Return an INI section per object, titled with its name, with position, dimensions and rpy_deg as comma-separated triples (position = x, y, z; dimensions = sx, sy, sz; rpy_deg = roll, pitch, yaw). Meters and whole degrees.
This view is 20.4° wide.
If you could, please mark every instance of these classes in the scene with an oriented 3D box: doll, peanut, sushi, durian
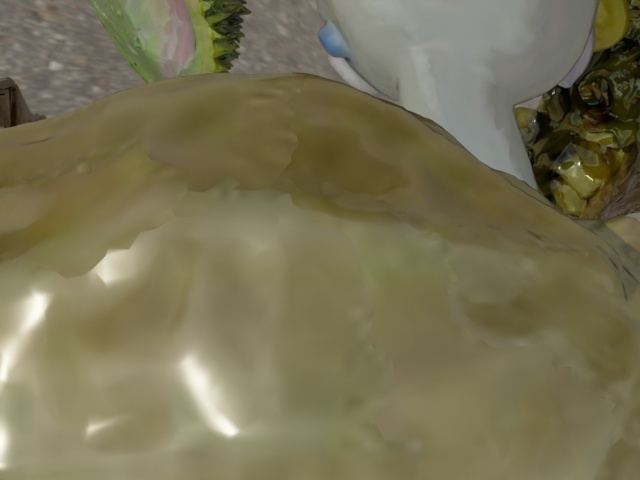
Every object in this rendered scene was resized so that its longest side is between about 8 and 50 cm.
[doll]
position = 0.063, -0.183, 0.887
dimensions = 0.187, 0.365, 0.376
rpy_deg = 12, 115, 14
[peanut]
position = -0.052, 0.046, 0.480
dimensions = 0.340, 0.158, 0.174
rpy_deg = -2, 133, 9
[sushi]
position = 0.224, -0.125, 1.160
dimensions = 0.179, 0.167, 0.296
rpy_deg = 23, 135, -19
[durian]
position = -0.169, -0.268, 1.465
dimensions = 0.169, 0.158, 0.352
rpy_deg = -34, 95, 22

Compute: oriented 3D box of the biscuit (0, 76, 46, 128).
[biscuit]
position = -0.273, -0.055, 1.530
dimensions = 0.034, 0.215, 0.182
rpy_deg = -5, 122, 16
